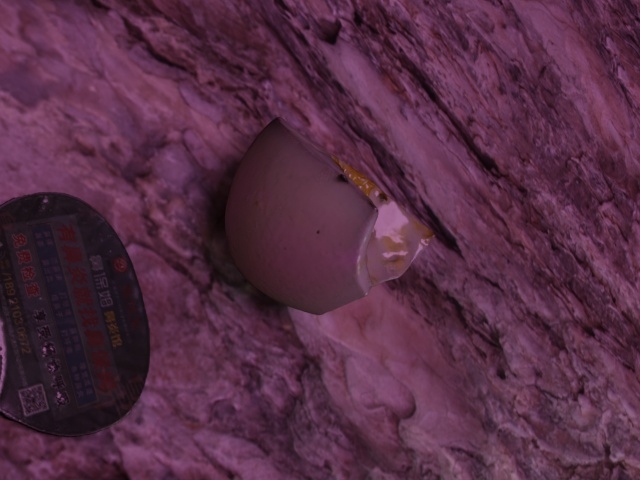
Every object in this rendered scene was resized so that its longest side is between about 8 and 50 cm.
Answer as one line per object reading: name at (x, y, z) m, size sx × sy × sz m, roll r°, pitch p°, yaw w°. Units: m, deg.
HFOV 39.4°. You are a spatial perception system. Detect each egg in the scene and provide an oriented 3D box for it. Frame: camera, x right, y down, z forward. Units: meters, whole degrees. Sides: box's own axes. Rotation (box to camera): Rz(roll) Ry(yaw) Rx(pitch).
egg at (-0.013, -0.012, 0.964) m, size 0.206 × 0.162 × 0.271 m, roll 40°, pitch 7°, yaw 11°

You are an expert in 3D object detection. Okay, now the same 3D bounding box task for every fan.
fan at (-0.257, 0.095, 0.787) m, size 0.223 × 0.012 × 0.294 m, roll 55°, pitch 46°, yaw -19°
